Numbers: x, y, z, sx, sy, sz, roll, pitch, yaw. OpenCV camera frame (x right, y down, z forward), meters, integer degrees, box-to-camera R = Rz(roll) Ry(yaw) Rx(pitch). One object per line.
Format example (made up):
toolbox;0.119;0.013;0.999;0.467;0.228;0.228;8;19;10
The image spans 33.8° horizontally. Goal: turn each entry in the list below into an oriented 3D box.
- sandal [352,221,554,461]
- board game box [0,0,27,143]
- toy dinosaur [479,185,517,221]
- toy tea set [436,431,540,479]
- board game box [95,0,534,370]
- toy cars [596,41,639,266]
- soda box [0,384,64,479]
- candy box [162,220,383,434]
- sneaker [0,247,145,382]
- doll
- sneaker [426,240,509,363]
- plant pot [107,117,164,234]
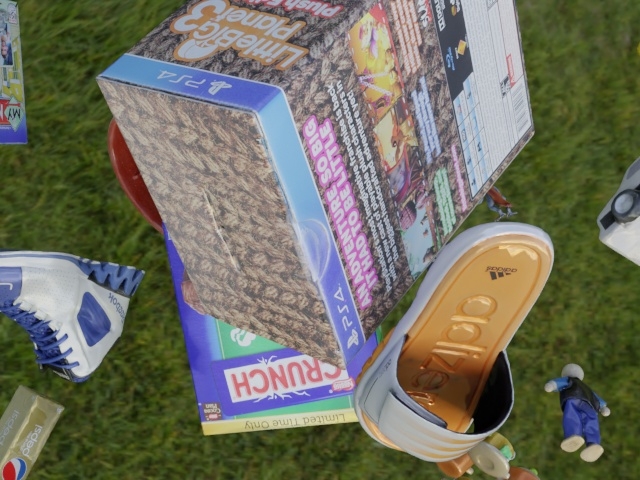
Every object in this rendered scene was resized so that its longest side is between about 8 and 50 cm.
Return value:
sandal;0.089;0.095;0.733;0.102;0.265;0.076;6;48;-10
board game box;-0.509;-0.235;1.427;0.317;0.046;0.213;-19;106;-73
toy dinosaur;0.254;-0.070;1.532;0.047;0.090;0.082;-18;72;-22
toy tea set;0.314;0.400;1.994;0.124;0.200;0.336;-44;130;-33
board game box;0.018;-0.098;0.782;0.291;0.141;0.232;-48;138;-30
toy cars;0.375;-0.146;1.049;0.177;0.087;0.393;-8;131;-10
soda box;-0.474;0.320;1.627;0.058;0.061;0.181;37;75;-43
candy box;-0.055;0.095;1.456;0.122;0.268;0.317;-60;141;-75
sneaker;-0.381;0.110;1.507;0.315;0.127;0.182;14;80;-55
doll;0.424;0.272;1.747;0.129;0.046;0.189;27;36;-11
sneaker;0.176;0.079;1.355;0.086;0.226;0.163;-14;93;-9
plant pot;-0.154;-0.164;1.713;0.265;0.272;0.272;-45;110;-37
